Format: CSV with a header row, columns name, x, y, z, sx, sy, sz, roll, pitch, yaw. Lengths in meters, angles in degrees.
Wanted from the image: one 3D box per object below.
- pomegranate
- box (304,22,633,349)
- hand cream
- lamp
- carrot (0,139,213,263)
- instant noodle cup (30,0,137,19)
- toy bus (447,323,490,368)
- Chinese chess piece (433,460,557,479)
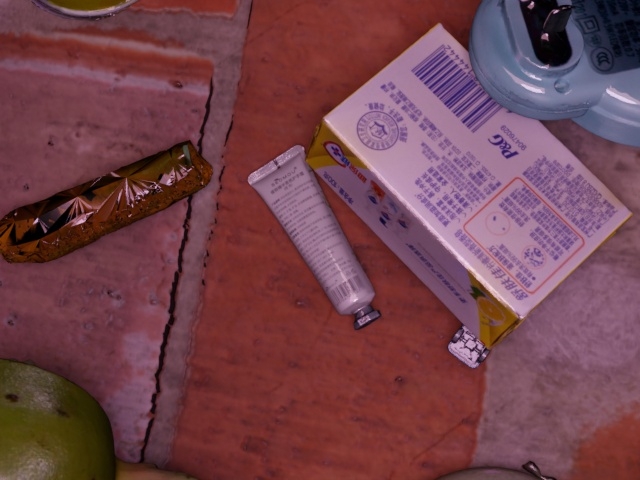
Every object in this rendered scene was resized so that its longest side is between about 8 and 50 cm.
name,x,y,z,sx,sy,sz,roll,pitch,yaw
pomegranate,-0.279,0.242,1.173,0.341,0.260,0.260,10,87,-8
box,0.135,-0.052,1.178,0.265,0.097,0.168,45,69,8
hand cream,0.000,0.000,1.250,0.067,0.042,0.194,-33,77,12
lamp,0.275,-0.184,1.152,0.284,0.147,0.209,-2,64,-26
carrot,-0.220,-0.037,1.268,0.229,0.069,0.069,-23,83,4
instant noodle cup,-0.255,-0.341,1.251,0.205,0.153,0.204,-1,84,8
toy bus,0.161,0.083,1.217,0.038,0.046,0.083,37,89,6
Chinese chess piece,0.161,0.325,1.176,0.238,0.092,0.237,-1,85,8
